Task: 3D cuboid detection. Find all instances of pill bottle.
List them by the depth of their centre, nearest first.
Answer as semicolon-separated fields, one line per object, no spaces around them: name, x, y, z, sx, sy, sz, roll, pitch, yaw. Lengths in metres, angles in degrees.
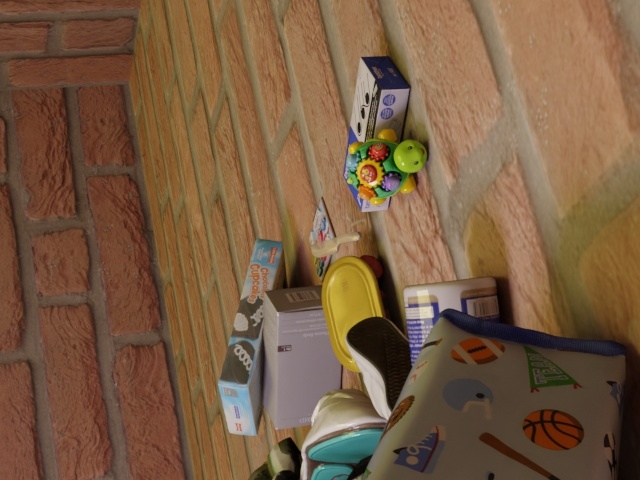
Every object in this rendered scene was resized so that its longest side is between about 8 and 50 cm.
pill bottle;0.162;0.140;1.264;0.112;0.112;0.187;165;99;-73

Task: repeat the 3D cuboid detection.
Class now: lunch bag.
lunch bag;0.138;0.315;1.014;0.328;0.239;0.385;-55;-29;-51

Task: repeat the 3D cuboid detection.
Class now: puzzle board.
puzzle board;0.000;0.000;1.913;0.128;0.011;0.096;106;152;-49

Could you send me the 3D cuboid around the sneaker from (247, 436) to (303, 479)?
sneaker;-0.095;0.500;1.924;0.158;0.182;0.410;54;-175;-2

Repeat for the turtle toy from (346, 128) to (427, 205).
turtle toy;0.089;-0.101;1.460;0.130;0.066;0.095;-22;93;29

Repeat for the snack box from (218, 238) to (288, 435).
snack box;-0.120;0.179;2.008;0.187;0.060;0.322;87;-167;-53

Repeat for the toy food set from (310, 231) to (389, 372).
toy food set;0.068;0.092;1.648;0.128;0.071;0.218;-28;69;46

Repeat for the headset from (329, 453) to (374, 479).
headset;0.084;0.399;1.429;0.394;0.185;0.243;2;108;63

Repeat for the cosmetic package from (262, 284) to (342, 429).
cosmetic package;-0.033;0.205;1.893;0.107;0.127;0.238;-131;37;-63

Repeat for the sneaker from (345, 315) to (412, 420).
sneaker;0.133;0.216;1.452;0.123;0.106;0.290;67;172;-31

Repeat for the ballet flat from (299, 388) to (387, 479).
ballet flat;0.030;0.315;1.745;0.400;0.139;0.139;108;151;-60

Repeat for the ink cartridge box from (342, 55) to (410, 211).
ink cartridge box;0.078;-0.153;1.552;0.097;0.046;0.207;-115;25;-49
